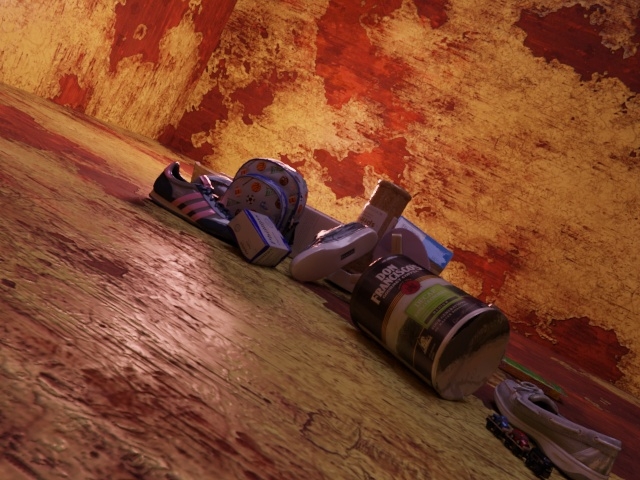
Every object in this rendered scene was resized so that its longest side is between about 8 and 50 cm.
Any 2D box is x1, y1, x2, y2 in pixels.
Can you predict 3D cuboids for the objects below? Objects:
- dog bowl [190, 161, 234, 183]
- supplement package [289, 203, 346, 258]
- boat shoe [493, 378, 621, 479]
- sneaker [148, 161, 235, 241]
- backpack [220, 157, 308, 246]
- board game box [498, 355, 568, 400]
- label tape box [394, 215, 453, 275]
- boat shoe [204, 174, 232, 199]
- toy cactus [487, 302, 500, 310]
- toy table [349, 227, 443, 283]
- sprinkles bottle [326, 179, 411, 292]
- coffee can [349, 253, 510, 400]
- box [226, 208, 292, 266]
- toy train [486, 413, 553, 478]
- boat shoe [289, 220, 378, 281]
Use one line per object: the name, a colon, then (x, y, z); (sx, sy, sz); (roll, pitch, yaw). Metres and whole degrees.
dog bowl: (-0.413, -0.224, 2.293); (0.349, 0.102, 0.349); (27, 5, -2)
supplement package: (0.000, 0.000, 1.776); (0.293, 0.177, 0.175); (28, 5, -3)
boat shoe: (0.457, 0.356, 1.033); (0.118, 0.103, 0.320); (26, 6, -11)
sneaker: (-0.322, -0.107, 1.454); (0.319, 0.131, 0.112); (28, 6, 5)
backpack: (-0.174, -0.117, 1.578); (0.277, 0.263, 0.213); (29, 6, 5)
board game box: (0.662, 0.433, 1.684); (0.259, 0.039, 0.124); (26, 5, 18)
label tape box: (0.313, 0.103, 2.024); (0.249, 0.347, 0.115); (37, 46, 7)
boat shoe: (-0.288, -0.136, 1.906); (0.341, 0.127, 0.158); (26, -2, -26)
toy cactus: (0.470, 0.270, 1.558); (0.219, 0.180, 0.112); (20, 22, -47)
toy table: (0.220, 0.102, 1.487); (0.252, 0.274, 0.161); (-11, -1, 14)
sprinkles bottle: (0.150, -0.011, 1.628); (0.121, 0.355, 0.121); (30, -1, 0)
coffee can: (0.222, 0.172, 1.098); (0.202, 0.201, 0.275); (23, 7, -40)
box: (-0.159, -0.005, 1.370); (0.126, 0.072, 0.137); (55, 17, 22)
toy train: (0.340, 0.346, 0.899); (0.027, 0.036, 0.158); (25, 6, -24)
boat shoe: (0.022, 0.019, 1.478); (0.301, 0.108, 0.102); (-26, 46, -30)
